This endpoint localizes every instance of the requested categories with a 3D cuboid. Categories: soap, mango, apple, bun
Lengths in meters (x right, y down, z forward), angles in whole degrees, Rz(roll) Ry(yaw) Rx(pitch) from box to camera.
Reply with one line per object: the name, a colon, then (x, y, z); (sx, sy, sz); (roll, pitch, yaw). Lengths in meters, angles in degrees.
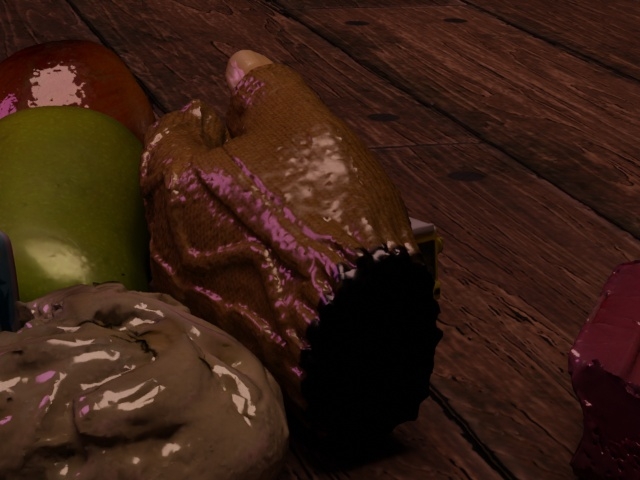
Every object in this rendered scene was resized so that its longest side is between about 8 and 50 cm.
soap: (0.243, 0.087, 1.057); (0.162, 0.099, 0.250); (8, 18, 18)
mango: (-0.193, -0.001, 1.237); (0.175, 0.143, 0.293); (4, 27, -12)
apple: (-0.241, -0.096, 1.525); (0.173, 0.160, 0.195); (-30, 23, -20)
bun: (-0.135, 0.089, 0.984); (0.237, 0.116, 0.210); (3, 17, 0)

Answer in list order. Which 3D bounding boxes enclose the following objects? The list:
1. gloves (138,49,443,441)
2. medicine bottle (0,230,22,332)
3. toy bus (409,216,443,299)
gloves: (-0.038, -0.001, 1.137); (0.155, 0.203, 0.356); (-7, 26, -15)
medicine bottle: (-0.281, 0.062, 1.045); (0.094, 0.119, 0.188); (8, 18, 34)
toy bus: (0.000, 0.000, 1.343); (0.081, 0.074, 0.226); (-11, 21, -35)
